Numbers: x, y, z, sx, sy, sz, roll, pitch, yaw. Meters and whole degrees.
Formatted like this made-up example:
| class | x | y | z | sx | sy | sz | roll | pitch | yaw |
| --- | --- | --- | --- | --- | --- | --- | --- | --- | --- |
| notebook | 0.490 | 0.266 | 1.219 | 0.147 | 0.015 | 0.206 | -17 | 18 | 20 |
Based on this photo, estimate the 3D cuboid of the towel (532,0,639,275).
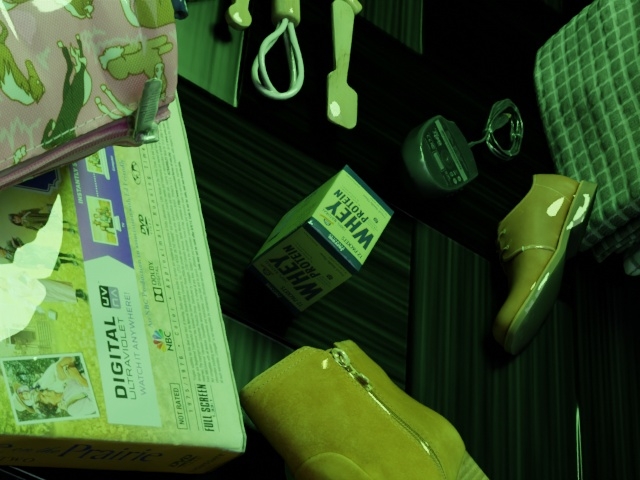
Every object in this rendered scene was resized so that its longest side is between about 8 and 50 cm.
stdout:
| class | x | y | z | sx | sy | sz | roll | pitch | yaw |
| --- | --- | --- | --- | --- | --- | --- | --- | --- | --- |
| towel | 0.325 | -0.137 | 1.579 | 0.121 | 0.235 | 0.284 | 20 | 49 | -30 |

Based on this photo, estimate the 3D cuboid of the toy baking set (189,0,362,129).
| class | x | y | z | sx | sy | sz | roll | pitch | yaw |
| --- | --- | --- | --- | --- | --- | --- | --- | --- | --- |
| toy baking set | -0.043 | -0.215 | 1.435 | 0.256 | 0.030 | 0.197 | 46 | 43 | -9 |

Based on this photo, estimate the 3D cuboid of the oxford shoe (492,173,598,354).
| class | x | y | z | sx | sy | sz | roll | pitch | yaw |
| --- | --- | --- | --- | --- | --- | --- | --- | --- | --- |
| oxford shoe | 0.188 | 0.019 | 1.476 | 0.076 | 0.076 | 0.212 | 18 | 48 | 12 |

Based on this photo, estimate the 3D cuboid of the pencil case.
| class | x | y | z | sx | sy | sz | roll | pitch | yaw |
| --- | --- | --- | --- | --- | --- | --- | --- | --- | --- |
| pencil case | -0.243 | -0.083 | 0.945 | 0.386 | 0.167 | 0.160 | -31 | 124 | -51 |

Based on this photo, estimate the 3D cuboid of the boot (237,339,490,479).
| class | x | y | z | sx | sy | sz | roll | pitch | yaw |
| --- | --- | --- | --- | --- | --- | --- | --- | --- | --- |
| boot | 0.016 | 0.180 | 1.104 | 0.211 | 0.104 | 0.295 | 43 | 26 | 9 |

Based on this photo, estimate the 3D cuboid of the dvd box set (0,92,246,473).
| class | x | y | z | sx | sy | sz | roll | pitch | yaw |
| --- | --- | --- | --- | --- | --- | --- | --- | --- | --- |
| dvd box set | -0.252 | -0.005 | 1.049 | 0.420 | 0.062 | 0.308 | 9 | 57 | -41 |

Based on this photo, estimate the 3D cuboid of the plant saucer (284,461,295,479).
| class | x | y | z | sx | sy | sz | roll | pitch | yaw |
| --- | --- | --- | --- | --- | --- | --- | --- | --- | --- |
| plant saucer | 0.026 | 0.180 | 1.223 | 0.119 | 0.021 | 0.119 | 25 | 48 | -30 |

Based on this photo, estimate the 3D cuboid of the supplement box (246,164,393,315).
| class | x | y | z | sx | sy | sz | roll | pitch | yaw |
| --- | --- | --- | --- | --- | --- | --- | --- | --- | --- |
| supplement box | 0.000 | 0.000 | 1.276 | 0.056 | 0.083 | 0.083 | 44 | 42 | -10 |

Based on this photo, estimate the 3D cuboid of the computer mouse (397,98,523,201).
| class | x | y | z | sx | sy | sz | roll | pitch | yaw |
| --- | --- | --- | --- | --- | --- | --- | --- | --- | --- |
| computer mouse | 0.130 | -0.086 | 1.510 | 0.242 | 0.041 | 0.071 | -27 | 92 | -57 |
